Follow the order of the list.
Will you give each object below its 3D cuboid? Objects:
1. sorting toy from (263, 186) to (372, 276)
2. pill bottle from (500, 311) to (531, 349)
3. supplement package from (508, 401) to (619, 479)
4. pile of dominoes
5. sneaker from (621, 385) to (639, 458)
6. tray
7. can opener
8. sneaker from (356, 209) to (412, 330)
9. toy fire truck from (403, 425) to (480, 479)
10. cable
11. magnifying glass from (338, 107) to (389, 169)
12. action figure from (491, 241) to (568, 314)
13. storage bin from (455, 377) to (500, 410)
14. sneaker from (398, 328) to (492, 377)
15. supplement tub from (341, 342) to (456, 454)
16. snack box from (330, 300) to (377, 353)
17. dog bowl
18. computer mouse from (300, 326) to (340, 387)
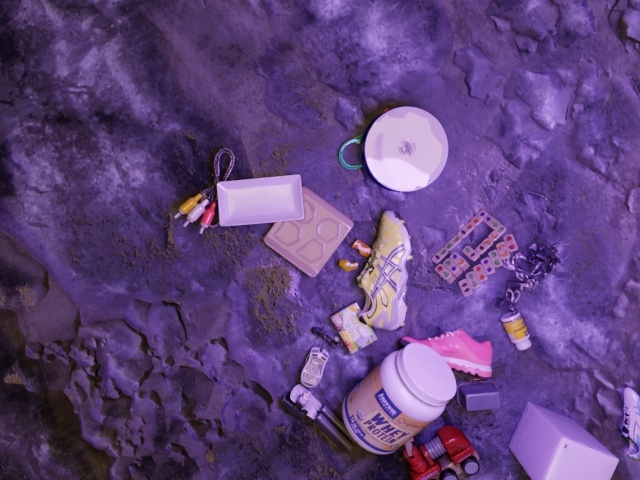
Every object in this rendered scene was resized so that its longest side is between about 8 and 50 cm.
[{"bbox_3d":[0.000,0.000,1.814,0.307,0.041,0.229,36,89,-1],"label":"sorting toy"},{"bbox_3d":[0.635,0.292,1.799,0.065,0.065,0.116,-26,93,3],"label":"pill bottle"},{"bbox_3d":[0.729,0.651,1.706,0.178,0.293,0.175,22,94,1],"label":"supplement package"},{"bbox_3d":[0.475,0.032,1.736,0.251,0.196,0.040,-45,136,4],"label":"pile of dominoes"},{"bbox_3d":[1.013,0.592,1.799,0.086,0.085,0.237,-12,92,-3],"label":"sneaker"},{"bbox_3d":[-0.191,-0.126,1.779,0.271,0.030,0.145,-5,89,2],"label":"tray"},{"bbox_3d":[-0.001,0.588,1.842,0.280,0.074,0.093,41,128,0],"label":"can opener"},{"bbox_3d":[0.196,0.096,1.750,0.147,0.145,0.384,1,92,-11],"label":"sneaker"},{"bbox_3d":[0.357,0.660,1.804,0.217,0.158,0.246,-34,103,4],"label":"toy fire truck"},{"bbox_3d":[-0.340,-0.154,1.792,0.140,0.072,0.287,32,94,-6],"label":"cable"},{"bbox_3d":[0.148,-0.328,1.794,0.092,0.026,0.231,39,96,-2],"label":"magnifying glass"},{"bbox_3d":[0.633,0.093,1.724,0.141,0.164,0.275,44,113,34],"label":"action figure"},{"bbox_3d":[0.515,0.500,1.803,0.135,0.091,0.098,-6,93,1],"label":"storage bin"},{"bbox_3d":[0.408,0.343,1.803,0.314,0.116,0.136,17,78,-2],"label":"sneaker"},{"bbox_3d":[0.235,0.478,1.688,0.228,0.228,0.316,37,122,-1],"label":"supplement tub"},{"bbox_3d":[0.109,0.285,1.826,0.100,0.037,0.141,-31,92,2],"label":"snack box"},{"bbox_3d":[0.259,-0.282,1.740,0.265,0.104,0.264,0,97,-3],"label":"dog bowl"},{"bbox_3d":[-0.012,0.388,1.836,0.106,0.042,0.192,23,88,-5],"label":"computer mouse"}]
